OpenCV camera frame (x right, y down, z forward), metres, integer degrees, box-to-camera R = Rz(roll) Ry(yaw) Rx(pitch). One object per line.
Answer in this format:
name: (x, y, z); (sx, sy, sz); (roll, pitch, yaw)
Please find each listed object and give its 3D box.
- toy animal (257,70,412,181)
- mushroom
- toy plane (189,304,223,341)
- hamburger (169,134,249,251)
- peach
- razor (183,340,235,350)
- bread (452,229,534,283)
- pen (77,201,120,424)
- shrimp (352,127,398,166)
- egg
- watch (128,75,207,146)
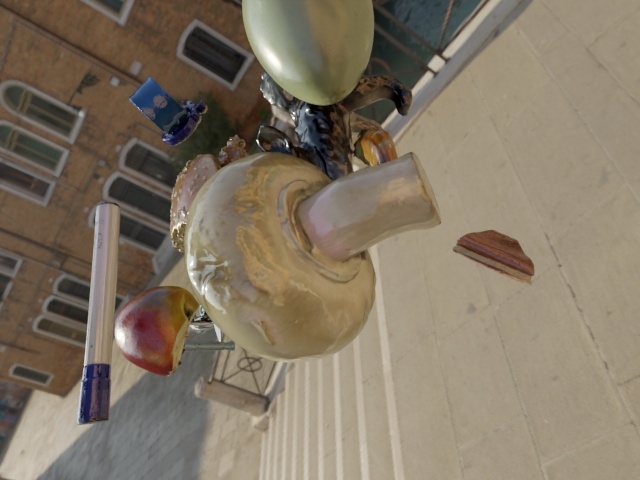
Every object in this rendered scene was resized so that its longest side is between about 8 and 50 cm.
toy animal: (-0.026, -0.181, 1.016); (0.344, 0.302, 0.194); (-63, -3, -16)
mushroom: (-0.021, 0.007, 0.776); (0.356, 0.315, 0.315); (-26, 17, -17)
toy plane: (-0.332, 0.239, 1.573); (0.326, 0.222, 0.105); (-6, 83, 54)
hamburger: (-0.231, -0.100, 1.293); (0.445, 0.268, 0.287); (129, 145, -72)
peach: (-0.264, 0.134, 0.829); (0.151, 0.118, 0.151); (-165, 90, -74)
razor: (-0.339, 0.274, 1.354); (0.068, 0.231, 0.106); (-137, 50, -73)
bread: (0.429, 0.032, 1.262); (0.119, 0.192, 0.067); (-40, -27, -49)
pen: (-0.257, 0.075, 0.611); (0.033, 0.033, 0.269); (-37, 52, 45)
shrimp: (0.100, -0.134, 0.918); (0.249, 0.068, 0.150); (-104, 6, -63)
egg: (-0.015, -0.360, 0.870); (0.218, 0.218, 0.296); (-39, 60, 43)
watch: (-0.481, -0.410, 1.610); (0.171, 0.200, 0.196); (-54, 39, -7)
